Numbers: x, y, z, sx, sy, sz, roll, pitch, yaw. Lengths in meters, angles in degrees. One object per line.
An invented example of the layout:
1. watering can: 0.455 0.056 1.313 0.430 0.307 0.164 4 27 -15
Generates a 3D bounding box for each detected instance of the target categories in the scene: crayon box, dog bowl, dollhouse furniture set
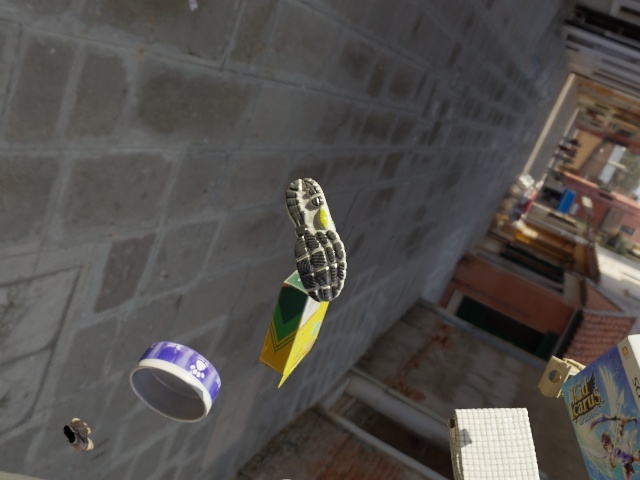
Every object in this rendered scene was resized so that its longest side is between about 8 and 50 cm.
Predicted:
1. crayon box: -0.057 0.203 1.755 0.202 0.081 0.319 -41 154 -56
2. dog bowl: -0.445 0.435 2.083 0.265 0.264 0.104 101 12 -45
3. dollhouse furniture set: 0.688 0.391 1.787 0.182 0.161 0.101 19 97 -52

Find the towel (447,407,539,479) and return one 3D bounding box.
1. towel: 0.506 0.646 2.009 0.121 0.234 0.284 88 -1 -60

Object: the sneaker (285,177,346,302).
1. sneaker: 0.000 0.000 1.460 0.110 0.107 0.275 50 29 -70

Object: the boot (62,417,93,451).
1. boot: -0.603 0.470 1.668 0.042 0.118 0.087 -45 146 -10

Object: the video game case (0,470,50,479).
1. video game case: -0.599 0.639 1.542 0.035 0.274 0.248 -66 159 -56

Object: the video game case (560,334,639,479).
1. video game case: 0.526 0.322 1.165 0.269 0.061 0.244 103 -18 -59
